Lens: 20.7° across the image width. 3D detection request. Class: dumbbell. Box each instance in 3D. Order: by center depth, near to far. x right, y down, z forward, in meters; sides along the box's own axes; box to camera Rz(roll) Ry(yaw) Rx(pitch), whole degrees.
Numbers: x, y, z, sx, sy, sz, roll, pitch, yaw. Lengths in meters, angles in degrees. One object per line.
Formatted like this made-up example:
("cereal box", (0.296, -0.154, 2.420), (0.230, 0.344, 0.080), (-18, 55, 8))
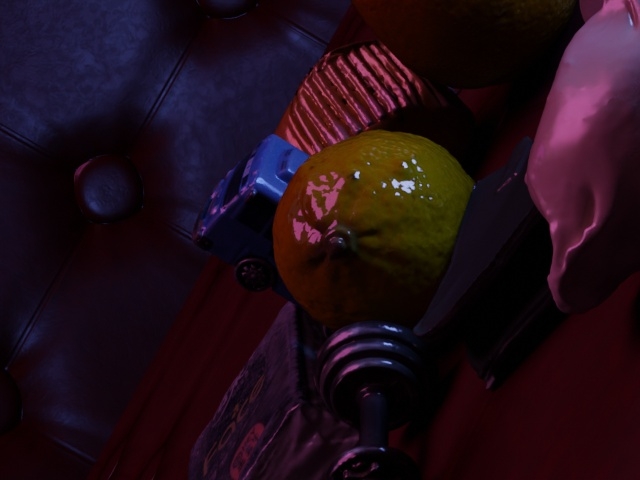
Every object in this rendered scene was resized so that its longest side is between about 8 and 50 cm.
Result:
("dumbbell", (0.045, 0.165, 1.469), (0.110, 0.110, 0.254), (-54, 17, 30))

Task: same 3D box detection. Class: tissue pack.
("tissue pack", (-0.049, 0.215, 1.784), (0.228, 0.103, 0.316), (-56, 10, 12))

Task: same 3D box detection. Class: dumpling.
("dumpling", (0.213, -0.064, 1.186), (0.132, 0.162, 0.250), (10, 79, 42))

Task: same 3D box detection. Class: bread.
("bread", (0.044, -0.068, 1.936), (0.288, 0.204, 0.156), (-55, 51, 27))

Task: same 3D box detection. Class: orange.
("orange", (0.151, -0.281, 1.831), (0.264, 0.264, 0.264), (-57, 9, 15))

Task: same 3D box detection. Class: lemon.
("lemon", (0.055, -0.004, 1.604), (0.192, 0.192, 0.231), (-56, -14, 21))

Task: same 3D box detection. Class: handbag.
("handbag", (0.184, -0.041, 1.413), (0.247, 0.079, 0.260), (-54, 8, 41))

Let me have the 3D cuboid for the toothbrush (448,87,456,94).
("toothbrush", (0.193, -0.223, 2.124), (0.194, 0.017, 0.014), (-51, 12, 44))

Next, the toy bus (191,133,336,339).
("toy bus", (0.000, 0.000, 1.789), (0.133, 0.234, 0.116), (-51, 13, 34))

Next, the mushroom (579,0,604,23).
("mushroom", (0.298, -0.264, 1.502), (0.116, 0.093, 0.225), (-5, 43, 56))
